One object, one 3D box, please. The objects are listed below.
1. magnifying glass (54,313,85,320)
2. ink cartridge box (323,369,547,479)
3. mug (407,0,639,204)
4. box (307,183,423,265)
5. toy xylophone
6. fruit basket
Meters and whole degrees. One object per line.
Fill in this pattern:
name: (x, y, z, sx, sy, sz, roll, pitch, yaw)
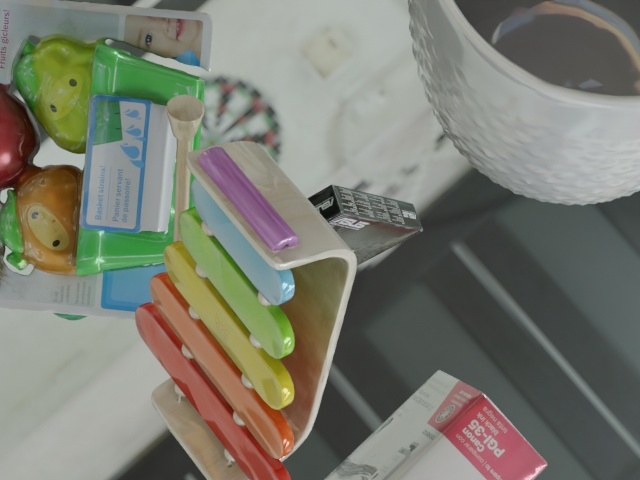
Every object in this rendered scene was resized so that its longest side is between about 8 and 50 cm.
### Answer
magnifying glass: (-0.226, 0.025, 2.047, 0.026, 0.231, 0.092, 30, 47, -40)
ink cartridge box: (0.095, 0.295, 2.052, 0.117, 0.283, 0.207, 48, -6, -11)
mug: (0.184, -0.211, 1.410, 0.328, 0.276, 0.374, 90, -24, -72)
box: (0.000, 0.000, 2.193, 0.191, 0.184, 0.045, 12, 57, -57)
toy xylophone: (-0.071, 0.040, 1.365, 0.236, 0.081, 0.322, 44, -34, 33)
fruit basket: (-0.296, -0.087, 1.847, 0.353, 0.327, 0.165, 6, 5, -7)
